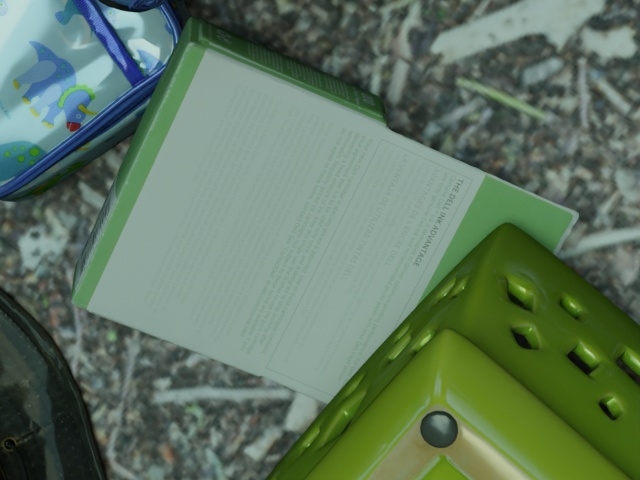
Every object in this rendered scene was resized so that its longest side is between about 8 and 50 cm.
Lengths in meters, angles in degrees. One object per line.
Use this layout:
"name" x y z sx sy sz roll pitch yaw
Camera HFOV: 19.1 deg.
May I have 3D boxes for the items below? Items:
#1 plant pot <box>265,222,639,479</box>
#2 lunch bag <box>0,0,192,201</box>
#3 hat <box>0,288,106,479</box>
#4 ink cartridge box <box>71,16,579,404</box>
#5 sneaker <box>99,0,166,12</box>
"plant pot" 0.090 0.157 0.961 0.227 0.207 0.228 42 108 3
"lunch bag" -0.182 -0.146 1.098 0.176 0.090 0.219 -32 86 7
"hat" -0.274 0.165 1.080 0.331 0.134 0.331 0 90 0
"ink cartridge box" 0.000 0.000 1.064 0.235 0.056 0.171 22 110 -12
"sneaker" -0.126 -0.256 0.915 0.147 0.130 0.330 -44 58 51
